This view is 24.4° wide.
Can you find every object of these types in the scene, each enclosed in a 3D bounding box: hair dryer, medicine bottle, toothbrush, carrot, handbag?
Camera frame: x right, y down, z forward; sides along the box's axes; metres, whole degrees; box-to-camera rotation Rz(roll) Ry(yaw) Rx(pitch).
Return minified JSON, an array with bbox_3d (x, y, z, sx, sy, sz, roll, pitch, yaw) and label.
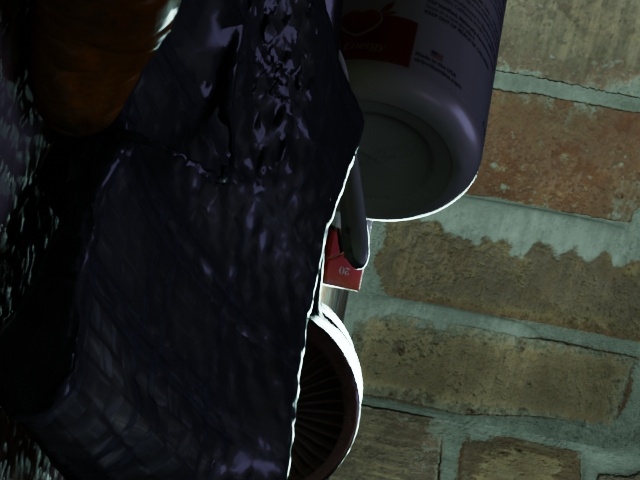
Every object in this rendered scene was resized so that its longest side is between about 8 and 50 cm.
[{"bbox_3d":[-0.017,-0.042,0.844,0.189,0.107,0.352,-47,142,-88],"label":"hair dryer"},{"bbox_3d":[0.061,-0.167,1.127,0.157,0.157,0.289,97,5,-52],"label":"medicine bottle"},{"bbox_3d":[0.006,-0.099,0.960,0.022,0.026,0.263,117,-29,-58],"label":"toothbrush"},{"bbox_3d":[-0.052,-0.098,0.342,0.248,0.059,0.059,101,2,-57],"label":"carrot"},{"bbox_3d":[-0.047,-0.025,0.534,0.175,0.088,0.270,80,19,-57],"label":"handbag"}]

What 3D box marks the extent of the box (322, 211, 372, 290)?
[{"bbox_3d":[0.009,-0.037,1.301,0.100,0.048,0.152,8,-92,64],"label":"box"}]
